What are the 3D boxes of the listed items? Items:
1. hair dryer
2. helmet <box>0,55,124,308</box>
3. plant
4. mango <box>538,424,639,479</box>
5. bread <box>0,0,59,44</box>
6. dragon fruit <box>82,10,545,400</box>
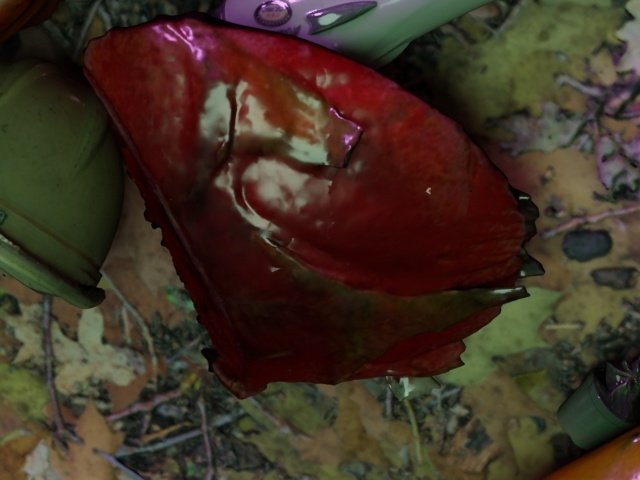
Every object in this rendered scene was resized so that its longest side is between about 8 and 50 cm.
[{"bbox_3d":[0.041,-0.229,1.196,0.229,0.092,0.267,1,106,9],"label":"hair dryer"},{"bbox_3d":[-0.210,-0.056,1.304,0.204,0.257,0.137,34,83,-14],"label":"helmet"},{"bbox_3d":[0.212,0.102,1.310,0.051,0.051,0.102,42,118,-6],"label":"plant"},{"bbox_3d":[0.217,0.227,1.319,0.254,0.139,0.175,-35,122,21],"label":"mango"},{"bbox_3d":[-0.291,-0.274,1.236,0.295,0.114,0.327,16,119,7],"label":"bread"},{"bbox_3d":[0.000,0.000,1.244,0.282,0.100,0.343,-7,133,16],"label":"dragon fruit"}]
